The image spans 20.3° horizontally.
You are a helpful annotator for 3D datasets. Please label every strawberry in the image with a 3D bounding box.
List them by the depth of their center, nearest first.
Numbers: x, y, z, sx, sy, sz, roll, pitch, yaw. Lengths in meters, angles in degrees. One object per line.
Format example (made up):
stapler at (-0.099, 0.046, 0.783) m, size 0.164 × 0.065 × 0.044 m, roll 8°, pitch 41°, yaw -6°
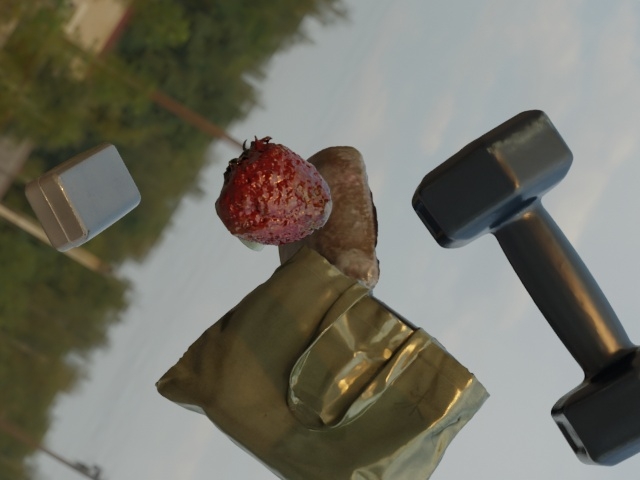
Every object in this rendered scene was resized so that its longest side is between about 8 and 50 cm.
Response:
strawberry at (-0.041, -0.039, 1.619) m, size 0.106 × 0.106 × 0.106 m, roll -54°, pitch -168°, yaw 17°

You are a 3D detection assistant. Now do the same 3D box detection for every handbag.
handbag at (0.008, 0.175, 2.063) m, size 0.253 × 0.316 × 0.109 m, roll -50°, pitch 169°, yaw -8°

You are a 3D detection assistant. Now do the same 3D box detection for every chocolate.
chocolate at (0.000, 0.000, 2.499) m, size 0.185 × 0.100 × 0.303 m, roll -53°, pitch -148°, yaw 36°

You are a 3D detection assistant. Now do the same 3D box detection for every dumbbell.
dumbbell at (0.218, 0.045, 1.605) m, size 0.156 × 0.316 × 0.143 m, roll -30°, pitch 175°, yaw -35°

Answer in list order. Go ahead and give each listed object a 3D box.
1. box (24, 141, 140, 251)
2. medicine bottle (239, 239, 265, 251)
box at (-0.312, -0.060, 2.371) m, size 0.055 × 0.103 × 0.244 m, roll -26°, pitch -174°, yaw 15°
medicine bottle at (-0.063, -0.030, 2.144) m, size 0.083 × 0.047 × 0.047 m, roll -50°, pitch -167°, yaw 20°
